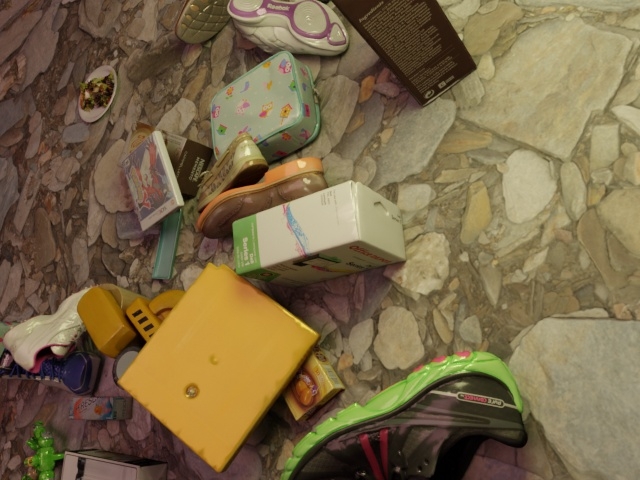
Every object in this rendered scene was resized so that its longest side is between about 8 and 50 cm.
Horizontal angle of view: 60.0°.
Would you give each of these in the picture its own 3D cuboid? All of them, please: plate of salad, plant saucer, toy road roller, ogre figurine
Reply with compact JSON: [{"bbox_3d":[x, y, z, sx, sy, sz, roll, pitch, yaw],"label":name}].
[{"bbox_3d":[-0.737,-0.483,1.809,0.200,0.048,0.199,-10,71,32],"label":"plate of salad"},{"bbox_3d":[-0.403,0.009,1.472,0.067,0.018,0.192,1,79,34],"label":"plant saucer"},{"bbox_3d":[-0.378,0.193,1.303,0.240,0.202,0.329,-47,61,0],"label":"toy road roller"},{"bbox_3d":[-0.758,0.595,1.515,0.118,0.097,0.197,-28,46,45],"label":"ogre figurine"}]

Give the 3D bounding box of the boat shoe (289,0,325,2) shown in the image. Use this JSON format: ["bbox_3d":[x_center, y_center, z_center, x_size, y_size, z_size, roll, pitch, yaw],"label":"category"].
[{"bbox_3d":[-0.046,-0.705,1.392,0.099,0.116,0.319,-5,60,-12],"label":"boat shoe"}]

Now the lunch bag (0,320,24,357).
[{"bbox_3d":[-1.025,0.331,1.678,0.262,0.223,0.160,-14,76,31],"label":"lunch bag"}]

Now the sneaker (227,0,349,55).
[{"bbox_3d":[-0.069,-0.504,1.334,0.305,0.152,0.114,23,75,14],"label":"sneaker"}]

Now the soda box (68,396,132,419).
[{"bbox_3d":[-0.575,0.437,1.446,0.183,0.063,0.058,-11,71,31],"label":"soda box"}]

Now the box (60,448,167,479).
[{"bbox_3d":[-0.509,0.609,1.342,0.290,0.087,0.169,-5,75,33],"label":"box"}]

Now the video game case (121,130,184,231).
[{"bbox_3d":[-0.430,-0.147,1.408,0.183,0.023,0.201,-26,79,40],"label":"video game case"}]

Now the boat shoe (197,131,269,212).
[{"bbox_3d":[-0.213,-0.145,1.293,0.285,0.105,0.089,-33,74,47],"label":"boat shoe"}]

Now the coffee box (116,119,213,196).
[{"bbox_3d":[-0.421,-0.223,1.494,0.247,0.098,0.141,24,94,36],"label":"coffee box"}]

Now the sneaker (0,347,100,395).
[{"bbox_3d":[-0.772,0.351,1.529,0.316,0.182,0.127,4,82,35],"label":"sneaker"}]

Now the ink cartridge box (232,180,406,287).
[{"bbox_3d":[0.000,0.000,1.088,0.278,0.201,0.117,-16,70,29],"label":"ink cartridge box"}]

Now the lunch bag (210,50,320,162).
[{"bbox_3d":[-0.131,-0.306,1.316,0.279,0.108,0.224,-21,65,28],"label":"lunch bag"}]

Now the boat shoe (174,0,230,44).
[{"bbox_3d":[-0.296,-0.689,1.533,0.324,0.123,0.116,-52,49,4],"label":"boat shoe"}]

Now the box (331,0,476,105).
[{"bbox_3d":[0.128,-0.427,1.003,0.143,0.381,0.191,-35,61,22],"label":"box"}]

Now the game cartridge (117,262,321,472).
[{"bbox_3d":[-0.203,0.240,1.114,0.285,0.052,0.323,35,82,16],"label":"game cartridge"}]

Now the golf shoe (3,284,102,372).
[{"bbox_3d":[-0.670,0.235,1.481,0.306,0.115,0.140,-33,65,-20],"label":"golf shoe"}]

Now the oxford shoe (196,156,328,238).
[{"bbox_3d":[-0.138,-0.058,1.248,0.364,0.130,0.132,-24,79,33],"label":"oxford shoe"}]

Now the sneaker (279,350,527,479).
[{"bbox_3d":[0.120,0.369,0.923,0.483,0.185,0.202,-39,55,21],"label":"sneaker"}]

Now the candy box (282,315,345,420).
[{"bbox_3d":[-0.044,0.259,1.142,0.109,0.053,0.186,-44,59,15],"label":"candy box"}]
